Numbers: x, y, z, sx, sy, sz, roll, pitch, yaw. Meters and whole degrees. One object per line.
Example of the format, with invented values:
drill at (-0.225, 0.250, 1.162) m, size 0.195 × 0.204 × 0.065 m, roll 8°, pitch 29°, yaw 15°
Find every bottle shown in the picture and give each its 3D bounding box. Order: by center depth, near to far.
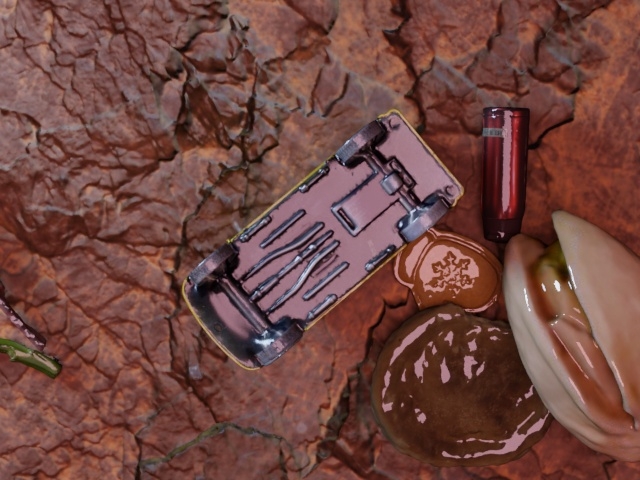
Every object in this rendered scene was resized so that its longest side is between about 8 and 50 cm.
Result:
bottle at (0.222, -0.077, 1.437) m, size 0.060 × 0.060 × 0.164 m, roll 1°, pitch 98°, yaw 0°

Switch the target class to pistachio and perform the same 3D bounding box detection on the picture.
pistachio at (0.334, 0.113, 1.394) m, size 0.193 × 0.214 × 0.318 m, roll -28°, pitch 87°, yaw 24°

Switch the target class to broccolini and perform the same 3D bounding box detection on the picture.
broccolini at (-0.456, 0.180, 1.477) m, size 0.271 × 0.062 × 0.123 m, roll 0°, pitch 108°, yaw -3°

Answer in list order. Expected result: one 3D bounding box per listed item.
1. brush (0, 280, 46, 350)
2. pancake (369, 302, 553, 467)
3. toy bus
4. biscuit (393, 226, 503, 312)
brush at (-0.430, 0.017, 1.441) m, size 0.071 × 0.084 × 0.301 m, roll -35°, pitch 102°, yaw 3°
pancake at (0.180, 0.185, 1.470) m, size 0.236 × 0.042 × 0.222 m, roll 34°, pitch 94°, yaw -13°
toy bus at (0.000, 0.000, 1.400) m, size 0.330 × 0.152 × 0.144 m, roll -40°, pitch 91°, yaw 3°
biscuit at (0.155, 0.048, 1.470) m, size 0.140 × 0.023 × 0.118 m, roll 17°, pitch 97°, yaw -3°
